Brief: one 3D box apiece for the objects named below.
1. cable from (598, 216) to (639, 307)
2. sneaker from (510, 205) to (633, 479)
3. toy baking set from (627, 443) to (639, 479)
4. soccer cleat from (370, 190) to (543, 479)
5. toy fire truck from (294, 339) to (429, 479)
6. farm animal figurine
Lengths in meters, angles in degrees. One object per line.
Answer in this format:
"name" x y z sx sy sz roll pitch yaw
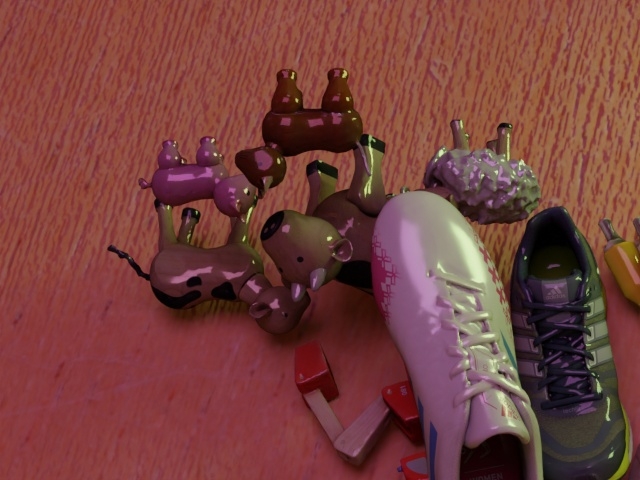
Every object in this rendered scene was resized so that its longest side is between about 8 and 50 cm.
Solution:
"cable" 0.350 0.096 1.846 0.139 0.072 0.287 -2 66 -11
"sneaker" 0.214 0.097 1.796 0.111 0.121 0.300 -11 46 6
"toy baking set" 0.199 0.260 1.758 0.256 0.030 0.197 -14 54 2
"soccer cleat" 0.131 0.111 1.697 0.116 0.143 0.331 -13 85 -13
"toy fire truck" 0.057 0.167 1.833 0.135 0.047 0.192 -17 51 2
"farm animal figurine" 0.000 0.000 1.871 0.326 0.330 0.172 12 60 -21
